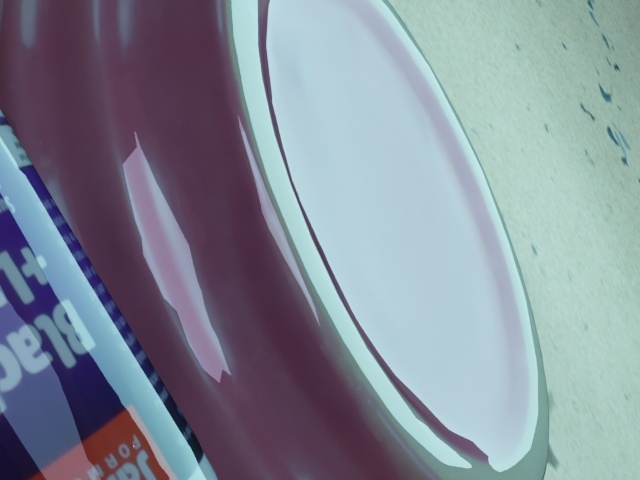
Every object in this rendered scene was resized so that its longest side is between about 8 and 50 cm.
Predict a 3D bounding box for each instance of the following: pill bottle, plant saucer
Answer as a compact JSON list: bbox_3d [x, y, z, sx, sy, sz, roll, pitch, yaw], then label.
[{"bbox_3d":[-0.092,0.053,0.360,0.193,0.108,0.108,59,27,-5],"label":"pill bottle"},{"bbox_3d":[0.000,0.000,0.560,0.332,0.084,0.332,48,29,-38],"label":"plant saucer"}]
